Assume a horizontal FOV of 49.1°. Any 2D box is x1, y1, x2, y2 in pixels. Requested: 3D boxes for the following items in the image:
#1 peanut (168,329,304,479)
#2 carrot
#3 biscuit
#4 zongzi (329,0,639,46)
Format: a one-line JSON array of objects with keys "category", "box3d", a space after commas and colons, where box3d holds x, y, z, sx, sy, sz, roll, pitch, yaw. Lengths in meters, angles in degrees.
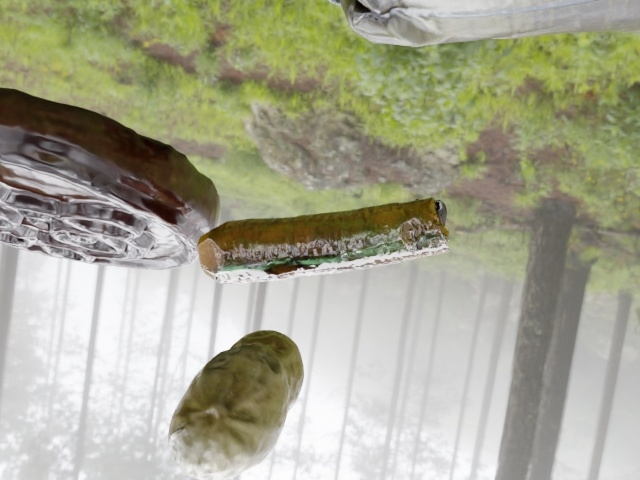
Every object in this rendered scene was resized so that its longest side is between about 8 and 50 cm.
[{"category": "peanut", "box3d": [-0.064, 0.137, 0.620, 0.099, 0.100, 0.214, 10, -174, 12]}, {"category": "carrot", "box3d": [0.000, 0.000, 0.694, 0.260, 0.070, 0.070, -8, 178, 22]}, {"category": "biscuit", "box3d": [-0.321, -0.048, 0.814, 0.407, 0.091, 0.407, 8, 164, 2]}, {"category": "zongzi", "box3d": [0.232, -0.242, 0.683, 0.403, 0.208, 0.432, -28, 148, 9]}]
